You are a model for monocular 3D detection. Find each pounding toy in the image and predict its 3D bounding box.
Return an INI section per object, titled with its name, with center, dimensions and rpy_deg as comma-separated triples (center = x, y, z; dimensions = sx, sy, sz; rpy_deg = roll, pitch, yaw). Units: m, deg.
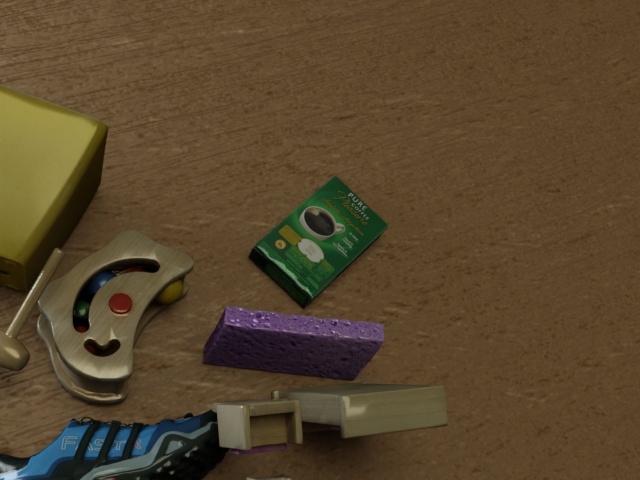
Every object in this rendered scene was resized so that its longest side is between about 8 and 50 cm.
[pounding toy]
center = -0.257, 0.089, 1.201
dimensions = 0.154, 0.155, 0.269
rpy_deg = 41, 56, 12

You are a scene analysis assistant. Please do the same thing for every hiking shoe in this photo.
[hiking shoe]
center = -0.233, 0.242, 1.149
dimensions = 0.304, 0.113, 0.132
rpy_deg = -20, 58, -36

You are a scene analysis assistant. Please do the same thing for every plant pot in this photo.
[plant pot]
center = -0.395, -0.058, 1.219
dimensions = 0.212, 0.212, 0.187
rpy_deg = 19, 69, -9

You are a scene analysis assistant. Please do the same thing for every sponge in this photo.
[sponge]
center = -0.036, 0.133, 1.280
dimensions = 0.210, 0.117, 0.031
rpy_deg = 8, 56, -15

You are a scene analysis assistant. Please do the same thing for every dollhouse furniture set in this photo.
[dollhouse furniture set]
center = 0.009, 0.330, 1.178
dimensions = 0.286, 0.198, 0.304
rpy_deg = -1, 84, -26

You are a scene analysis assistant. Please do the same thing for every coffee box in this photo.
[coffee box]
center = 0.000, 0.000, 1.417
dimensions = 0.113, 0.040, 0.184
rpy_deg = 42, 56, 6
